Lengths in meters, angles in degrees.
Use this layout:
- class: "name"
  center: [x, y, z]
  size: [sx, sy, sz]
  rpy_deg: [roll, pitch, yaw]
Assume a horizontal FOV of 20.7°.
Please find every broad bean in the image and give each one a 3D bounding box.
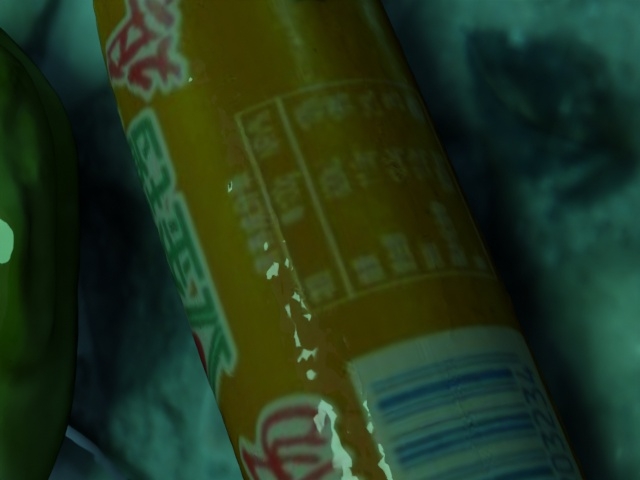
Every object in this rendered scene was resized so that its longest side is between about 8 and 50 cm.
- class: "broad bean"
  center: [-0.190, 0.035, 0.670]
  size: [0.238, 0.119, 0.291]
  rpy_deg: [41, 116, 26]

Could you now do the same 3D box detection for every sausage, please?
- class: "sausage"
  center: [0.000, 0.000, 0.519]
  size: [0.093, 0.093, 0.312]
  rpy_deg: [-36, 64, 34]
